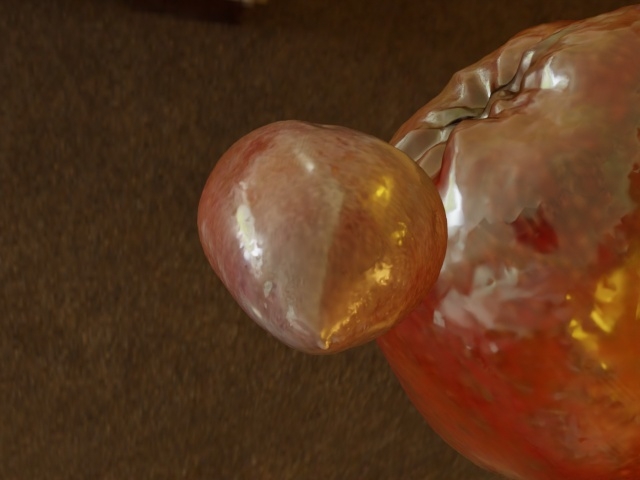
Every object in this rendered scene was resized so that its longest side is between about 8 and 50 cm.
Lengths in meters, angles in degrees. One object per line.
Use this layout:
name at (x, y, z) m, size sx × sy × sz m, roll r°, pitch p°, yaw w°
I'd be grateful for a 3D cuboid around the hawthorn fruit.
hawthorn fruit at (0.153, 0.019, 0.955) m, size 0.275 × 0.275 × 0.300 m, roll -21°, pitch 111°, yaw -17°

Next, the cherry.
cherry at (0.005, -0.003, 0.691) m, size 0.106 × 0.126 × 0.087 m, roll 4°, pitch 102°, yaw -20°
